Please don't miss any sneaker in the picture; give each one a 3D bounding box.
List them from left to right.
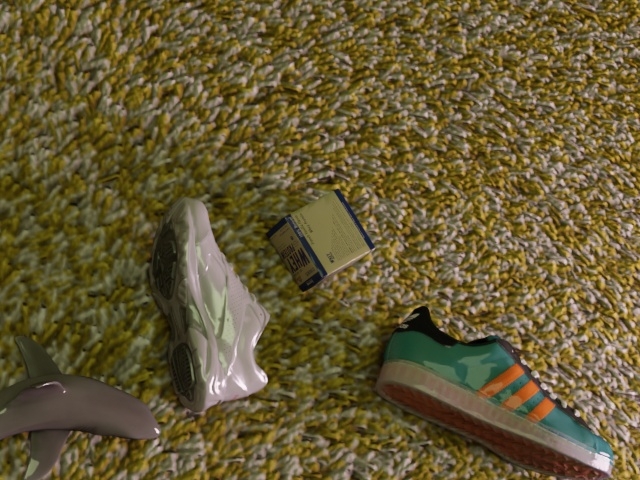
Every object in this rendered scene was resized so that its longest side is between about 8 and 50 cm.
[{"bbox_3d":[-0.114,0.066,1.448,0.115,0.090,0.232,-4,81,-34],"label":"sneaker"},{"bbox_3d":[0.215,0.174,1.539,0.302,0.108,0.121,27,65,-12],"label":"sneaker"}]

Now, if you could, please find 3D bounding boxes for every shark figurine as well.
[{"bbox_3d":[-0.297,0.180,1.290,0.278,0.116,0.166,-31,84,-34],"label":"shark figurine"}]

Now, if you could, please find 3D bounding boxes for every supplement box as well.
[{"bbox_3d":[0.000,0.000,1.535,0.083,0.056,0.083,-29,84,-32],"label":"supplement box"}]
